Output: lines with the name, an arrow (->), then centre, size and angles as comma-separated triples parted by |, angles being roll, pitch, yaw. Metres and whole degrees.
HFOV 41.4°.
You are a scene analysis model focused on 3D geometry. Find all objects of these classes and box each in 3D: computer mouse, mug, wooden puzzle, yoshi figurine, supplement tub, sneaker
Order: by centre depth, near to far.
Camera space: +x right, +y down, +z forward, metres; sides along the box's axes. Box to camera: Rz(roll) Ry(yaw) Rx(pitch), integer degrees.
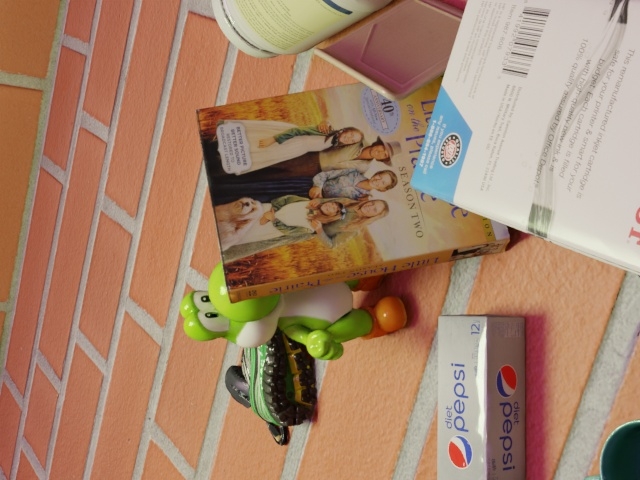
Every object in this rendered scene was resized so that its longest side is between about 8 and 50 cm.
mug -> 0.404, 0.269, 1.003 | 0.158, 0.097, 0.129 | 19, 102, 52
wooden puzzle -> 0.140, -0.301, 1.320 | 0.221, 0.239, 0.044 | 42, 156, 46
yoshi figurine -> -0.038, 0.087, 1.361 | 0.203, 0.362, 0.203 | -145, 54, -59
supplement tub -> -0.030, -0.476, 1.526 | 0.325, 0.235, 0.235 | -15, 75, 51
sneaker -> -0.110, 0.189, 1.651 | 0.146, 0.134, 0.343 | -16, 75, 51
computer mouse -> -0.140, 0.339, 1.752 | 0.242, 0.041, 0.071 | 39, 116, 46

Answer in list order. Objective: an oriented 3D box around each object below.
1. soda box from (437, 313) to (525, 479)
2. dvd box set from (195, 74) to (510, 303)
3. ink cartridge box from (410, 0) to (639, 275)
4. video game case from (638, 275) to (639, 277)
soda box -> 0.234, 0.251, 1.231 | 0.098, 0.091, 0.286 | -5, 83, 51
dvd box set -> 0.042, -0.091, 1.280 | 0.062, 0.420, 0.307 | 93, 166, -69
ink cartridge box -> 0.331, -0.136, 1.023 | 0.395, 0.166, 0.285 | 28, 104, 49
video game case -> 0.444, -0.109, 1.047 | 0.274, 0.026, 0.196 | -55, 47, 35
